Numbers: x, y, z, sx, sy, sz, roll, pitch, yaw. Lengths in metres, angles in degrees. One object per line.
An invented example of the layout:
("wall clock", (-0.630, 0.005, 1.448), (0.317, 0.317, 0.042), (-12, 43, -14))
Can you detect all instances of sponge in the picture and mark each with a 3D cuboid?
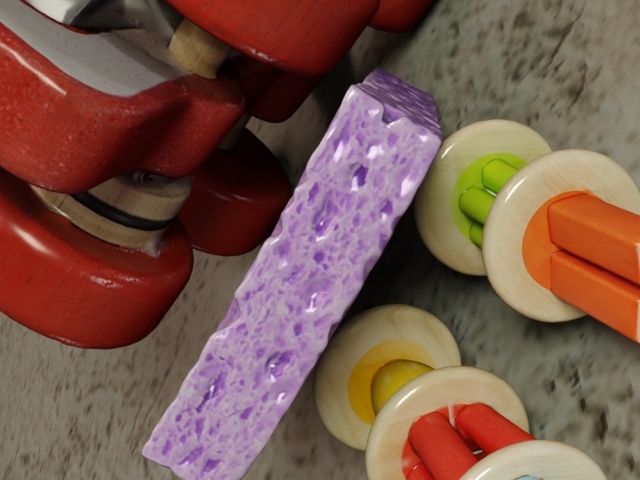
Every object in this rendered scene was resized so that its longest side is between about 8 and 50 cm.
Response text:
("sponge", (0.000, 0.000, 0.438), (0.117, 0.031, 0.210), (-61, 1, 10))

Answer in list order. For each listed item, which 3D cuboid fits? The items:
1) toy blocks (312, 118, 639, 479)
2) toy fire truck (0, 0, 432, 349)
("toy blocks", (0.061, 0.037, 0.357), (0.123, 0.054, 0.148), (-62, 25, 7))
("toy fire truck", (-0.107, -0.114, 0.530), (0.169, 0.254, 0.302), (-54, -4, 22))
